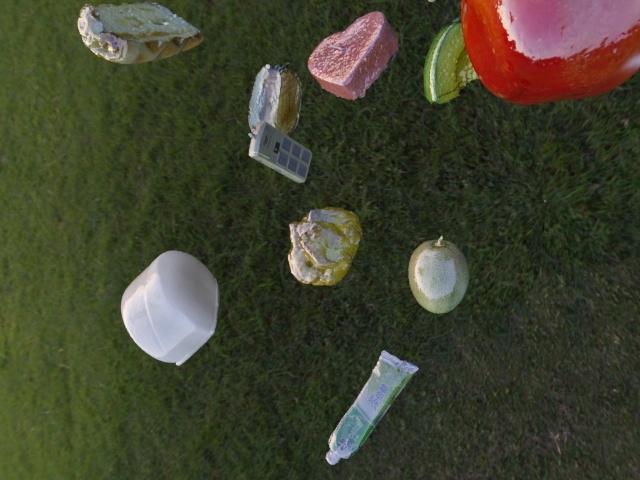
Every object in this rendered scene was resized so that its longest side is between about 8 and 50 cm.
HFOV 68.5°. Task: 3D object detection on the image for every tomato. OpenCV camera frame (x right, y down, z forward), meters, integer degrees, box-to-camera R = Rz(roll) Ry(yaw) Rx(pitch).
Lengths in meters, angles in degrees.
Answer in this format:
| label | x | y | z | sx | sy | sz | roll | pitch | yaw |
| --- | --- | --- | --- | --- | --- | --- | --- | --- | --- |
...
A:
| label | x | y | z | sx | sy | sz | roll | pitch | yaw |
| --- | --- | --- | --- | --- | --- | --- | --- | --- | --- |
| tomato | 0.401 | -0.386 | 0.808 | 0.293 | 0.325 | 0.290 | -8 | 97 | 1 |

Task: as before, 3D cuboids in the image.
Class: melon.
| label | x | y | z | sx | sy | sz | roll | pitch | yaw |
| --- | --- | --- | --- | --- | --- | --- | --- | --- | --- |
| melon | 0.339 | -0.463 | 1.154 | 0.129 | 0.265 | 0.169 | 42 | 156 | 55 |
| melon | 0.271 | 0.076 | 1.080 | 0.139 | 0.139 | 0.192 | 7 | 119 | 25 |

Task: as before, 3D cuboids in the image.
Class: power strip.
| label | x | y | z | sx | sy | sz | roll | pitch | yaw |
| --- | --- | --- | --- | --- | --- | --- | --- | --- | --- |
| power strip | -0.081 | -0.178 | 0.947 | 0.028 | 0.169 | 0.076 | 6 | 79 | 42 |

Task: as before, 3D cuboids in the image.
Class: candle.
| label | x | y | z | sx | sy | sz | roll | pitch | yaw |
| --- | --- | --- | --- | --- | --- | --- | --- | --- | --- |
| candle | 0.090 | -0.596 | 1.557 | 0.317 | 0.131 | 0.287 | -15 | 56 | 36 |

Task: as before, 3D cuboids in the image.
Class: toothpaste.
| label | x | y | z | sx | sy | sz | roll | pitch | yaw |
| --- | --- | --- | --- | --- | --- | --- | --- | --- | --- |
| toothpaste | 0.081 | 0.308 | 0.848 | 0.078 | 0.047 | 0.248 | 29 | 104 | -11 |

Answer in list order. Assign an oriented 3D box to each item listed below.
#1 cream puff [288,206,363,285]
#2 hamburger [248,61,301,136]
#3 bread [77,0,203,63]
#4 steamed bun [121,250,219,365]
| label | x | y | z | sx | sy | sz | roll | pitch | yaw |
| --- | --- | --- | --- | --- | --- | --- | --- | --- | --- |
| cream puff | 0.013 | 0.011 | 1.286 | 0.244 | 0.196 | 0.244 | -10 | 79 | 63 |
| hamburger | -0.161 | -0.527 | 1.818 | 0.132 | 0.211 | 0.309 | 15 | 104 | 24 |
| bread | -0.340 | -0.389 | 0.885 | 0.128 | 0.232 | 0.088 | 44 | 128 | 3 |
| steamed bun | -0.318 | 0.127 | 1.000 | 0.146 | 0.242 | 0.164 | -42 | 116 | 12 |
